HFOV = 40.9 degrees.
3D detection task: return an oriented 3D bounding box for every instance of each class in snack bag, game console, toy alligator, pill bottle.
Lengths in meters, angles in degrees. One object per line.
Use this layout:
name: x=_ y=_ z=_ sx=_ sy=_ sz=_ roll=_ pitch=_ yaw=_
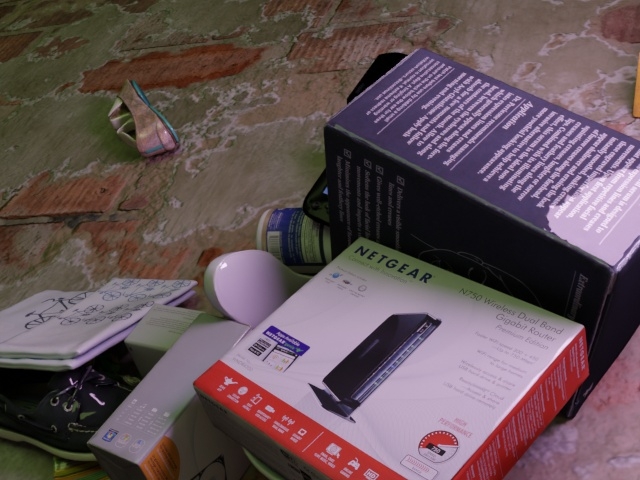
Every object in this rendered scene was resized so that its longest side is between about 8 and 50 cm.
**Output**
snack bag: x=-0.419 y=0.125 z=1.377 sx=0.343 sy=0.037 sz=0.323 roll=-2 pitch=16 yaw=27
game console: x=0.111 y=-0.156 z=1.383 sx=0.213 sy=0.044 sz=0.361 roll=21 pitch=64 yaw=27
toy alligator: x=-0.347 y=0.203 z=1.344 sx=0.190 sy=0.056 sz=0.051 roll=26 pitch=97 yaw=41
pill bottle: x=0.000 y=0.000 z=1.402 sx=0.187 sy=0.112 sz=0.112 roll=-1 pitch=40 yaw=21

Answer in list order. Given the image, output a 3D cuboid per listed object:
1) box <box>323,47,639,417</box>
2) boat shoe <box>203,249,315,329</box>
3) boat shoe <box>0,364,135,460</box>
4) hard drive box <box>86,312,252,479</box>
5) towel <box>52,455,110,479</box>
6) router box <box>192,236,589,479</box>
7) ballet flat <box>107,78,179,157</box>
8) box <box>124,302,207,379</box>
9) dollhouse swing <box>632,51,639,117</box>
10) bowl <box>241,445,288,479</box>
box: x=0.222 y=-0.017 z=1.107 sx=0.396 sy=0.293 sz=0.212 roll=31 pitch=56 yaw=27
boat shoe: x=-0.079 y=0.074 z=1.231 sx=0.102 sy=0.301 sz=0.108 roll=2 pitch=84 yaw=35
boat shoe: x=-0.371 y=0.228 z=1.246 sx=0.340 sy=0.113 sz=0.127 roll=4 pitch=30 yaw=33
hard drive box: x=-0.161 y=0.240 z=1.107 sx=0.089 sy=0.181 sz=0.232 roll=11 pitch=46 yaw=33
towel: x=-0.309 y=0.364 z=1.143 sx=0.102 sy=0.021 sz=0.237 roll=-21 pitch=37 yaw=-2
router box: x=0.074 y=0.157 z=0.972 sx=0.335 sy=0.082 sz=0.301 roll=22 pitch=52 yaw=41
ballet flat: x=-0.421 y=-0.277 z=1.945 sx=0.106 sy=0.107 sz=0.316 roll=-33 pitch=37 yaw=-7
box: x=-0.218 y=0.164 z=1.293 sx=0.101 sy=0.102 sz=0.087 roll=7 pitch=41 yaw=28
dollhouse swing: x=0.736 y=-0.388 z=1.430 sx=0.347 sy=0.304 sz=0.315 roll=14 pitch=47 yaw=34
bowl: x=0.054 y=0.228 z=1.070 sx=0.298 sy=0.134 sz=0.297 roll=-12 pitch=37 yaw=9
